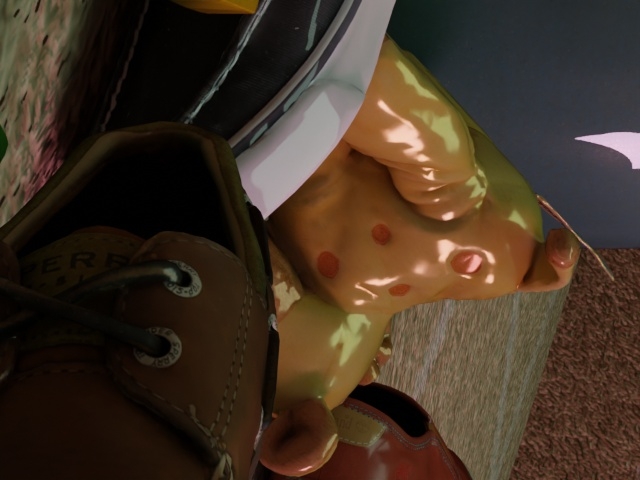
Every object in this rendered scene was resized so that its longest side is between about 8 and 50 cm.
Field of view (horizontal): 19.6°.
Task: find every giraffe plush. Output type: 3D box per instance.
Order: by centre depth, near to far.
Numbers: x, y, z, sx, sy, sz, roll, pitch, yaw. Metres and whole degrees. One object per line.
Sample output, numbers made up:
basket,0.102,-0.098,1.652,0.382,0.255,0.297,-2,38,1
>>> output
giraffe plush,0.000,0.000,0.819,0.170,0.210,0.181,-43,-173,7

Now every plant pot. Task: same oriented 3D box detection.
plant pot,0.164,-0.125,1.008,0.293,0.235,0.293,12,90,-79

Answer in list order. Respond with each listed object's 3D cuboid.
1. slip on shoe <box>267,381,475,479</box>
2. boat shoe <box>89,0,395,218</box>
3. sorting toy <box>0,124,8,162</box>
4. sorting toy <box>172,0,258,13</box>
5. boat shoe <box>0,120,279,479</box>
slip on shoe,0.044,0.149,1.265,0.331,0.123,0.101,18,82,-74
boat shoe,-0.018,-0.127,0.692,0.102,0.108,0.301,48,65,-37
sorting toy,-0.131,-0.028,0.379,0.348,0.047,0.196,86,17,-68
sorting toy,-0.052,-0.194,0.496,0.229,0.041,0.307,-67,157,-52
boat shoe,-0.066,0.045,0.447,0.307,0.110,0.104,-92,-173,-73
